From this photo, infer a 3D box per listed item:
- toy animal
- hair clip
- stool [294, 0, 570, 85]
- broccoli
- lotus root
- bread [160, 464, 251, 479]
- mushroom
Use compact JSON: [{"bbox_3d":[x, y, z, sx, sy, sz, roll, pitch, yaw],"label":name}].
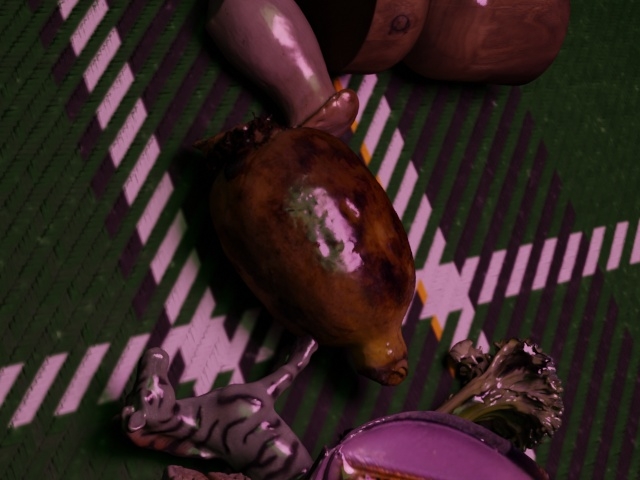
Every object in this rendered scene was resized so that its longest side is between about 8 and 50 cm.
[{"bbox_3d":[-0.052,0.161,1.131,0.255,0.090,0.170,32,61,-9],"label":"toy animal"},{"bbox_3d":[0.136,0.236,1.161,0.358,0.110,0.096,21,29,-29],"label":"hair clip"},{"bbox_3d":[0.126,-0.269,1.391,0.264,0.179,0.179,-1,67,-32],"label":"stool"},{"bbox_3d":[0.148,0.173,1.243,0.204,0.118,0.122,-24,92,-21],"label":"broccoli"},{"bbox_3d":[0.000,0.000,1.203,0.169,0.141,0.314,-32,85,-41],"label":"lotus root"},{"bbox_3d":[-0.058,0.284,0.913,0.102,0.337,0.183,20,87,-26],"label":"bread"},{"bbox_3d":[-0.045,-0.194,1.309,0.097,0.088,0.213,-30,90,-19],"label":"mushroom"}]
